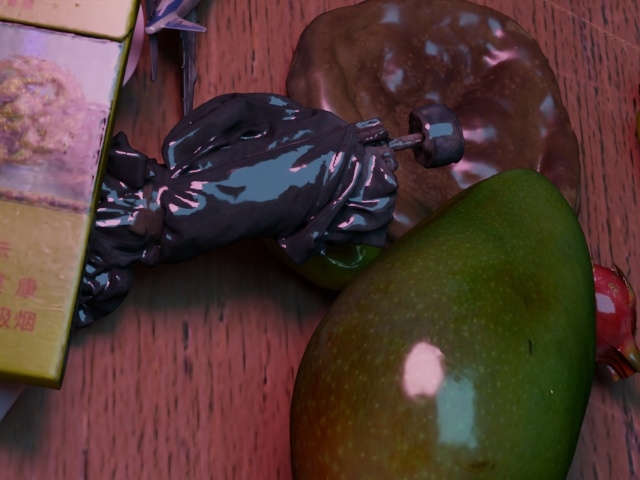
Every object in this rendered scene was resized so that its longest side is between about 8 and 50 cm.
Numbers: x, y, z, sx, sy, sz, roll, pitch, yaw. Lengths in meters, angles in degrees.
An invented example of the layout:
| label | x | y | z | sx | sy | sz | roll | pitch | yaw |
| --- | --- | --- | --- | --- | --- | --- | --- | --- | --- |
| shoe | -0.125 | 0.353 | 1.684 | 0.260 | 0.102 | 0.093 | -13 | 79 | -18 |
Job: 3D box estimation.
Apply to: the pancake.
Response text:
| label | x | y | z | sx | sy | sz | roll | pitch | yaw |
| --- | --- | --- | --- | --- | --- | --- | --- | --- | --- |
| pancake | 0.104 | -0.096 | 1.579 | 0.294 | 0.049 | 0.294 | 12 | 59 | -21 |

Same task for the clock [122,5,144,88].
| label | x | y | z | sx | sy | sz | roll | pitch | yaw |
| --- | --- | --- | --- | --- | --- | --- | --- | --- | --- |
| clock | -0.238 | -0.165 | 1.418 | 0.197 | 0.068 | 0.197 | 13 | 59 | -22 |

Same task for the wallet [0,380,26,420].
| label | x | y | z | sx | sy | sz | roll | pitch | yaw |
| --- | --- | --- | --- | --- | --- | --- | --- | --- | --- |
| wallet | -0.249 | 0.110 | 1.290 | 0.061 | 0.025 | 0.122 | 37 | 53 | -4 |

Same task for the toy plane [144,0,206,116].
| label | x | y | z | sx | sy | sz | roll | pitch | yaw |
| --- | --- | --- | --- | --- | --- | --- | --- | --- | --- |
| toy plane | -0.108 | -0.197 | 1.471 | 0.058 | 0.226 | 0.226 | -3 | 23 | 4 |

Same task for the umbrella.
| label | x | y | z | sx | sy | sz | roll | pitch | yaw |
| --- | --- | --- | --- | --- | --- | --- | --- | --- | --- |
| umbrella | -0.058 | -0.041 | 1.395 | 0.349 | 0.094 | 0.143 | -16 | 94 | -17 |

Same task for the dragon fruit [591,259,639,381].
| label | x | y | z | sx | sy | sz | roll | pitch | yaw |
| --- | --- | --- | --- | --- | --- | --- | --- | --- | --- |
| dragon fruit | 0.228 | 0.067 | 1.540 | 0.086 | 0.081 | 0.116 | -15 | 71 | -45 |

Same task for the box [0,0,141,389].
| label | x | y | z | sx | sy | sz | roll | pitch | yaw |
| --- | --- | --- | --- | --- | --- | --- | --- | --- | --- |
| box | -0.240 | -0.075 | 1.297 | 0.187 | 0.047 | 0.335 | 10 | 74 | -2 |

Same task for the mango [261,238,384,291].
| label | x | y | z | sx | sy | sz | roll | pitch | yaw |
| --- | --- | --- | --- | --- | --- | --- | --- | --- | --- |
| mango | 0.000 | 0.000 | 1.466 | 0.108 | 0.056 | 0.073 | 23 | 52 | -8 |

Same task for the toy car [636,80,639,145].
| label | x | y | z | sx | sy | sz | roll | pitch | yaw |
| --- | --- | --- | --- | --- | --- | --- | --- | --- | --- |
| toy car | 0.415 | -0.118 | 1.701 | 0.248 | 0.142 | 0.200 | -35 | 85 | -35 |

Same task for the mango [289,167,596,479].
| label | x | y | z | sx | sy | sz | roll | pitch | yaw |
| --- | --- | --- | --- | --- | --- | --- | --- | --- | --- |
| mango | 0.103 | 0.093 | 1.376 | 0.225 | 0.201 | 0.382 | 47 | 49 | -23 |
